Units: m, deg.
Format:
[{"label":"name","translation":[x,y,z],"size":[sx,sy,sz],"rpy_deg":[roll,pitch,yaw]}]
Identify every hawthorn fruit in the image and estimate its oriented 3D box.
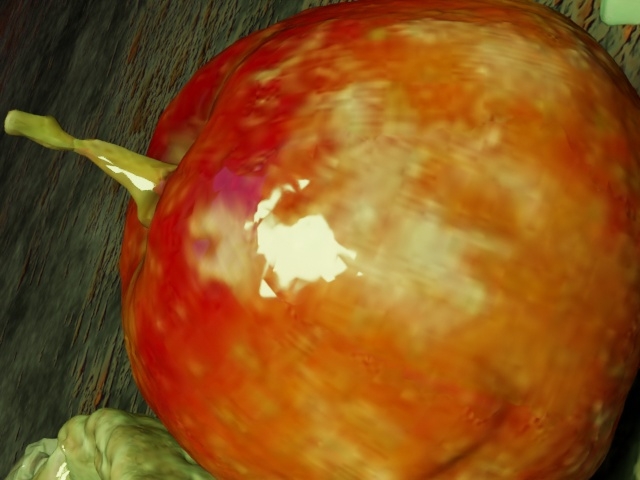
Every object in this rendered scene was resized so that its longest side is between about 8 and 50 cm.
[{"label":"hawthorn fruit","translation":[0.000,0.000,0.705],"size":[0.242,0.272,0.241],"rpy_deg":[-166,90,-70]}]

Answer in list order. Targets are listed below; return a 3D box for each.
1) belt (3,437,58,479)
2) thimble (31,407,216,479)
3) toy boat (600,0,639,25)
[{"label":"belt","translation":[-0.180,0.280,1.052],"size":[0.227,0.115,0.323],"rpy_deg":[-26,44,58]},{"label":"thimble","translation":[-0.080,0.194,0.862],"size":[0.196,0.148,0.229],"rpy_deg":[-48,29,39]},{"label":"toy boat","translation":[0.146,-0.210,0.621],"size":[0.298,0.092,0.134],"rpy_deg":[87,177,-46]}]
